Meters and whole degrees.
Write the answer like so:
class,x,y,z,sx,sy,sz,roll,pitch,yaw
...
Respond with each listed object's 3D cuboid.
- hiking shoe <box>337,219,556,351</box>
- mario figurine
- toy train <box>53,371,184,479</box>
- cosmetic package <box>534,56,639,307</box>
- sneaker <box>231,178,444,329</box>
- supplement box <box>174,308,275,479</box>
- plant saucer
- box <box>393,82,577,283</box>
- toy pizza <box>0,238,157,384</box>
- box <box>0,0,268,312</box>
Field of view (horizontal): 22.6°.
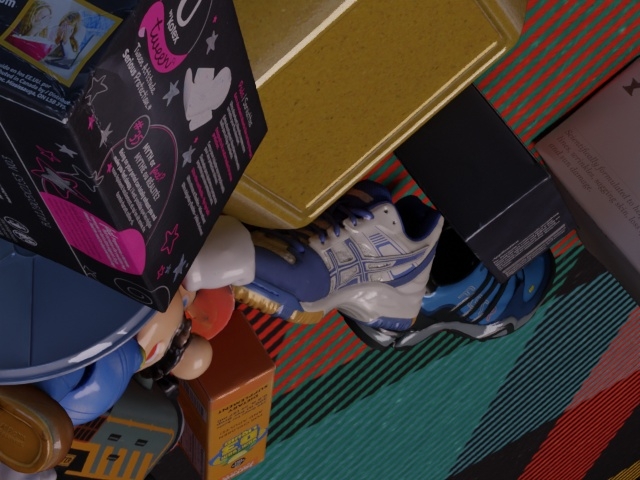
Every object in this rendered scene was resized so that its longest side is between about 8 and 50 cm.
class,x,y,z,sx,sy,sz,roll,pitch,yaw
hiking shoe,0.161,0.035,1.676,0.304,0.113,0.132,-14,149,-44
mario figurine,-0.143,0.089,1.127,0.198,0.170,0.320,-4,-156,25
toy train,-0.229,0.174,1.356,0.190,0.142,0.334,-49,157,4
cosmetic package,0.383,-0.021,1.774,0.156,0.217,0.385,-40,156,4
sneaker,0.000,0.000,1.425,0.296,0.112,0.131,5,110,-55
supplement box,-0.097,0.162,1.590,0.078,0.080,0.233,-27,158,-18
plant saucer,0.010,-0.134,1.177,0.332,0.081,0.333,-40,157,8
box,0.132,-0.063,1.394,0.093,0.156,0.158,-38,157,4
toy pizza,-0.178,0.009,1.013,0.201,0.201,0.032,-32,145,-13
box,-0.142,-0.093,0.884,0.142,0.163,0.247,-60,163,-19
